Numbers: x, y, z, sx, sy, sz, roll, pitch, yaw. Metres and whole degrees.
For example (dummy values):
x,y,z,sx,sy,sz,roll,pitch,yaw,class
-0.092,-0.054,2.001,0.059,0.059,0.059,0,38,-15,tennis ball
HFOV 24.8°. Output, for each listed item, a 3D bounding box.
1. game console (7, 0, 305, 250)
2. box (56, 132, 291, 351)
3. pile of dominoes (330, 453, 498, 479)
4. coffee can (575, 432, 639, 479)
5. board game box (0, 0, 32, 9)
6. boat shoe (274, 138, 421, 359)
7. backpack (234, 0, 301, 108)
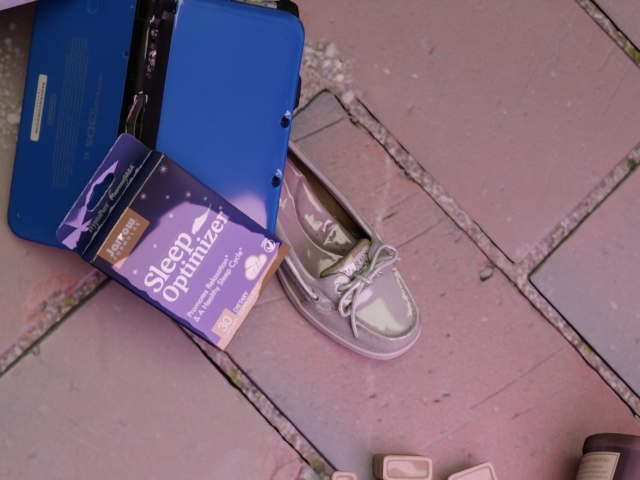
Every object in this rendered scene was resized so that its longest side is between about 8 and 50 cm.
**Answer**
x,y,z,sx,sy,sz,roll,pitch,yaw,class
-0.183,-0.125,1.595,0.173,0.250,0.293,3,98,-56,game console
-0.152,0.003,1.524,0.225,0.036,0.136,36,82,-28,box
0.099,0.366,1.631,0.196,0.040,0.251,3,84,-14,pile of dominoes
0.348,0.375,1.593,0.202,0.201,0.275,23,73,-8,coffee can
-0.376,-0.376,1.574,0.318,0.066,0.318,-18,56,-8,board game box
0.001,-0.002,1.649,0.118,0.103,0.320,-35,86,-19,boat shoe
-0.115,-0.216,1.668,0.182,0.115,0.151,1,79,-11,backpack
